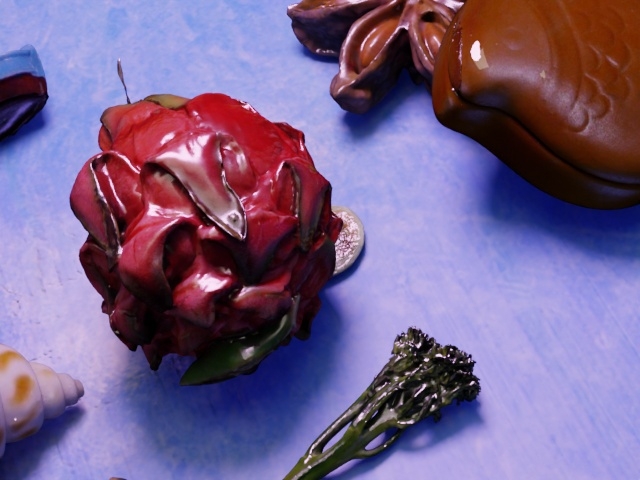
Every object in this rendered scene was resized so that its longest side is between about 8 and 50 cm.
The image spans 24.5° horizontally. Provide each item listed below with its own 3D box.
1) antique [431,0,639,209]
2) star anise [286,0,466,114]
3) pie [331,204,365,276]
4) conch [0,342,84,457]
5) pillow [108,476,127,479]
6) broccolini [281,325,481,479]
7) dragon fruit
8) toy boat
[{"bbox_3d":[0.228,-0.134,1.251,0.278,0.129,0.224,0,66,-16],"label":"antique"},{"bbox_3d":[0.072,-0.200,1.387,0.214,0.099,0.220,4,58,29],"label":"star anise"},{"bbox_3d":[0.000,0.000,1.289,0.085,0.017,0.085,-4,53,6],"label":"pie"},{"bbox_3d":[-0.331,0.133,1.162,0.274,0.183,0.149,4,24,-1],"label":"conch"},{"bbox_3d":[-0.069,0.316,0.990,0.310,0.119,0.312,9,46,20],"label":"pillow"},{"bbox_3d":[0.037,0.149,1.165,0.201,0.058,0.074,-41,42,-3],"label":"broccolini"},{"bbox_3d":[-0.109,-0.028,1.189,0.233,0.234,0.293,-31,72,-14],"label":"dragon fruit"},{"bbox_3d":[-0.363,-0.123,1.392,0.223,0.100,0.097,-32,69,-16],"label":"toy boat"}]
